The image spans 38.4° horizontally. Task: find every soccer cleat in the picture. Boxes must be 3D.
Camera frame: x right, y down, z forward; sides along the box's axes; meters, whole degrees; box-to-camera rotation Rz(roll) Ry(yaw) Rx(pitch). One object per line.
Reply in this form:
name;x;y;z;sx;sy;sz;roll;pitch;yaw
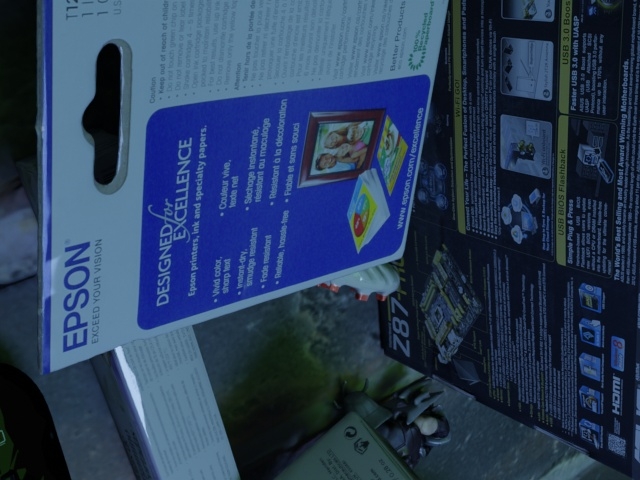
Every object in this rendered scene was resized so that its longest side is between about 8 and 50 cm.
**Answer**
soccer cleat;0.000;0.000;0.756;0.196;0.068;0.076;18;89;-40

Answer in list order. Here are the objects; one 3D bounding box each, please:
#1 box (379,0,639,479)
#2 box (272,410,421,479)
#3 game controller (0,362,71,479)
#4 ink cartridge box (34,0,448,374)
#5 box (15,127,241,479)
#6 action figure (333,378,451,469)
box;0.169;-0.044;0.715;0.097;0.318;0.395;-21;116;-35
box;-0.036;0.266;0.722;0.275;0.094;0.113;-40;149;-3
game controller;-0.305;0.196;0.553;0.319;0.067;0.166;-23;118;-34
ink cartridge box;-0.046;-0.099;0.569;0.307;0.072;0.303;-14;124;-39
box;-0.129;0.080;0.669;0.067;0.063;0.324;-30;121;-29
action figure;0.075;0.256;0.883;0.185;0.099;0.285;-31;107;-22
